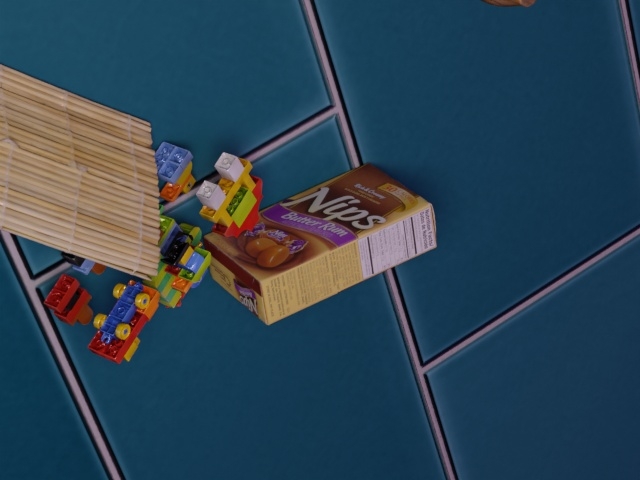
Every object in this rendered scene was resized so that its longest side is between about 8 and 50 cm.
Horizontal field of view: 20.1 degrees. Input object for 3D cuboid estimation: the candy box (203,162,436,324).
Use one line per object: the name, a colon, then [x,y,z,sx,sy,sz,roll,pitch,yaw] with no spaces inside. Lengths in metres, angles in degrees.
candy box: [0.000,0.000,1.660,0.187,0.109,0.053,-24,125,-24]

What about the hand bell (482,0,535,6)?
hand bell: [0.101,-0.238,1.522,0.126,0.242,0.126,-16,121,-28]

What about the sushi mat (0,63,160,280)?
sushi mat: [-0.256,-0.075,1.445,0.317,0.151,0.019,21,142,-39]

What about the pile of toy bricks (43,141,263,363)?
pile of toy bricks: [-0.140,0.020,1.586,0.212,0.118,0.105,-58,147,-18]
